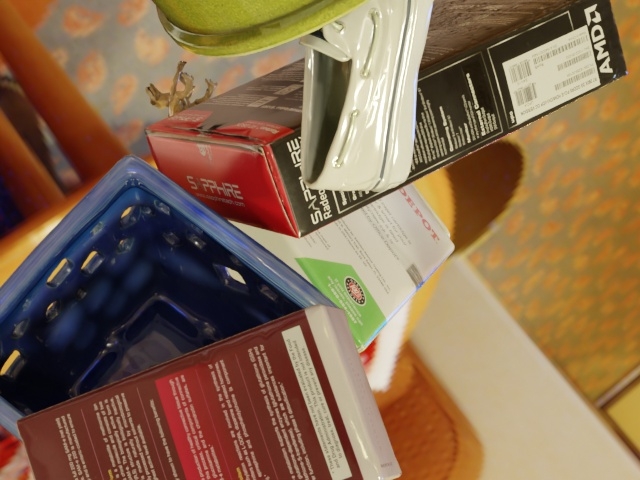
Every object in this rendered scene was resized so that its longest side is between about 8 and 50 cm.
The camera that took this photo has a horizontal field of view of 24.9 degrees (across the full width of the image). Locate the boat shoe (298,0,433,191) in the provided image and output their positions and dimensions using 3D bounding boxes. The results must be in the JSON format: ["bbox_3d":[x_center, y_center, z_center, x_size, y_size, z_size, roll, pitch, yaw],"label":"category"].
[{"bbox_3d":[0.023,-0.138,0.957,0.076,0.083,0.226,-10,107,-29],"label":"boat shoe"}]

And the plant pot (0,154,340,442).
[{"bbox_3d":[-0.138,0.107,1.211,0.236,0.236,0.212,-50,171,-15],"label":"plant pot"}]

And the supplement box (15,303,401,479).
[{"bbox_3d":[-0.079,0.146,1.017,0.239,0.130,0.073,-21,170,11],"label":"supplement box"}]

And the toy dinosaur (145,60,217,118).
[{"bbox_3d":[-0.167,-0.158,1.767,0.053,0.183,0.093,20,113,-28],"label":"toy dinosaur"}]

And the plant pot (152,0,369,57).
[{"bbox_3d":[-0.072,-0.351,0.779,0.366,0.366,0.353,-43,122,9],"label":"plant pot"}]

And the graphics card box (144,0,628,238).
[{"bbox_3d":[0.059,-0.125,1.291,0.371,0.233,0.094,-28,110,-25],"label":"graphics card box"}]

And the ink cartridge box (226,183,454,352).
[{"bbox_3d":[0.000,0.000,1.540,0.121,0.211,0.289,-34,-178,31],"label":"ink cartridge box"}]
